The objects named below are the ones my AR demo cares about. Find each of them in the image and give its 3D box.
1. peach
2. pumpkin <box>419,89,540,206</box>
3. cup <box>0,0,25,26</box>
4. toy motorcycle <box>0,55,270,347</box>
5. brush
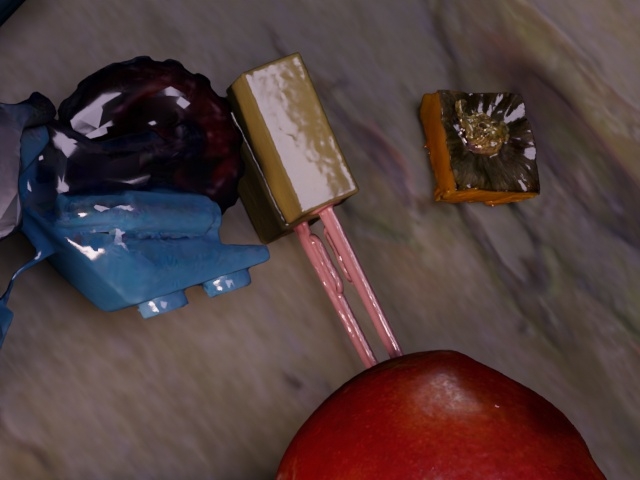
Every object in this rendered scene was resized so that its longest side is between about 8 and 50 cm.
[{"bbox_3d":[0.078,0.185,1.147,0.199,0.243,0.243,-22,84,-53],"label":"peach"},{"bbox_3d":[0.115,-0.068,1.325,0.074,0.054,0.083,-2,72,-25],"label":"pumpkin"},{"bbox_3d":[-0.259,-0.174,1.200,0.138,0.150,0.113,-52,131,-21],"label":"cup"},{"bbox_3d":[-0.216,0.034,1.134,0.416,0.172,0.232,-19,90,-31],"label":"toy motorcycle"},{"bbox_3d":[0.000,0.000,1.241,0.047,0.103,0.233,-23,87,-22],"label":"brush"}]
